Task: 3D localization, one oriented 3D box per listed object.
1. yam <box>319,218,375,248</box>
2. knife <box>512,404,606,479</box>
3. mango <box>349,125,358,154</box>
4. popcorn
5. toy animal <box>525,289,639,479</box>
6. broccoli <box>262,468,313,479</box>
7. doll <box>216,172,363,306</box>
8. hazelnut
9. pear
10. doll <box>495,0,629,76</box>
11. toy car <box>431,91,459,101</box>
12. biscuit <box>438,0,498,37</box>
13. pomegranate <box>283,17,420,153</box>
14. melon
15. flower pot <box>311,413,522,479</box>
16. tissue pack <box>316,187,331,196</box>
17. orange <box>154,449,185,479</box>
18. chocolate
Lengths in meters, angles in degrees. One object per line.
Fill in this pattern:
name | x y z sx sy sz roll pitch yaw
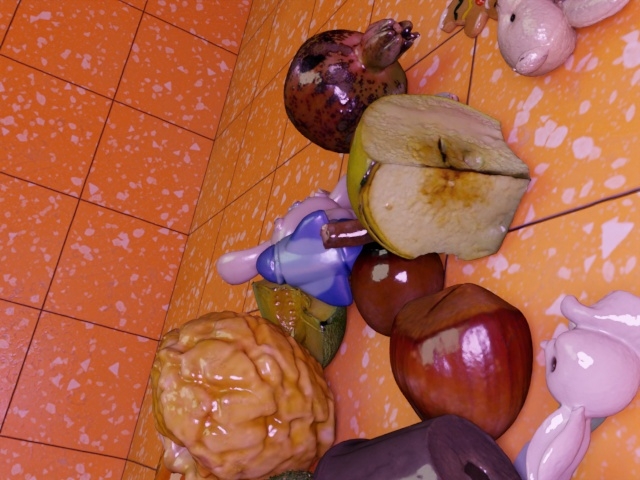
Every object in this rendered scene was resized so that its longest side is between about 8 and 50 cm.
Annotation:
yam | 0.116 -0.028 1.156 0.057 0.241 0.057 -12 -90 -83
knife | 0.266 0.268 0.797 0.260 0.034 0.063 -63 25 22
mango | 0.133 -0.182 1.278 0.120 0.151 0.221 -49 -9 -25
popcorn | -0.145 0.305 1.251 0.390 0.353 0.344 104 161 -45
toy animal | 0.267 0.158 0.691 0.131 0.104 0.221 40 86 24
broccoli | -0.025 0.499 0.940 0.413 0.321 0.310 -9 71 45
doll | -0.006 -0.005 1.325 0.376 0.187 0.365 -51 28 -7
hazelnut | 0.192 0.169 0.890 0.181 0.181 0.212 -46 18 -18
pear | 0.165 -0.114 1.054 0.282 0.286 0.176 -100 18 -49
doll | 0.370 -0.376 0.967 0.278 0.149 0.175 -45 -2 22
toy car | 0.207 -0.244 1.308 0.205 0.056 0.095 16 88 66
biscuit | 0.315 -0.478 1.285 0.158 0.035 0.240 -69 22 9
pomegranate | 0.077 -0.347 1.394 0.341 0.284 0.285 134 148 -52
melon | -0.018 0.173 1.393 0.265 0.129 0.169 24 131 48
flower pot | 0.135 0.316 0.764 0.166 0.269 0.269 -50 30 29
tissue pack | 0.001 -0.085 1.653 0.083 0.042 0.062 -65 22 11
orange | -0.275 0.560 1.530 0.240 0.240 0.240 -47 32 42
chocolate | 0.132 0.081 1.111 0.177 0.176 0.177 -47 32 42
